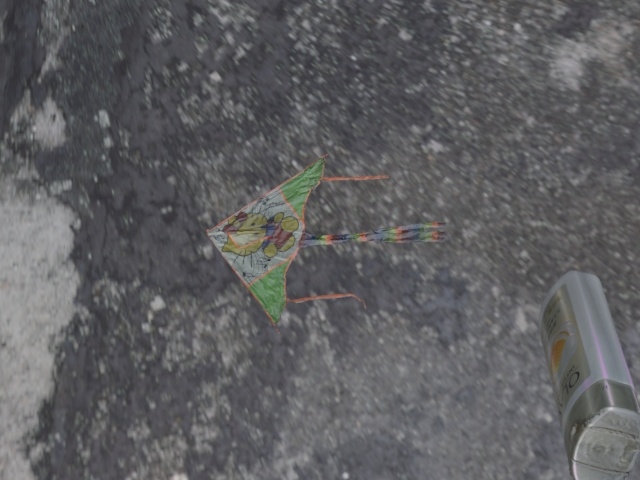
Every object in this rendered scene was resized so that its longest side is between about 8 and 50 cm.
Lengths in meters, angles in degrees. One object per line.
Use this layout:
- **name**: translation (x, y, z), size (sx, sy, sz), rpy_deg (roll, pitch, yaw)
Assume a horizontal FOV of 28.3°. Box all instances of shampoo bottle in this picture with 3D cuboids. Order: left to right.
- **shampoo bottle**: translation (0.230, 0.114, 1.096), size (0.056, 0.227, 0.086), rpy_deg (12, 118, -4)

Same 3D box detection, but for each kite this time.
- **kite**: translation (0.000, 0.000, 1.222), size (0.244, 0.198, 0.006), rpy_deg (1, 152, 19)
